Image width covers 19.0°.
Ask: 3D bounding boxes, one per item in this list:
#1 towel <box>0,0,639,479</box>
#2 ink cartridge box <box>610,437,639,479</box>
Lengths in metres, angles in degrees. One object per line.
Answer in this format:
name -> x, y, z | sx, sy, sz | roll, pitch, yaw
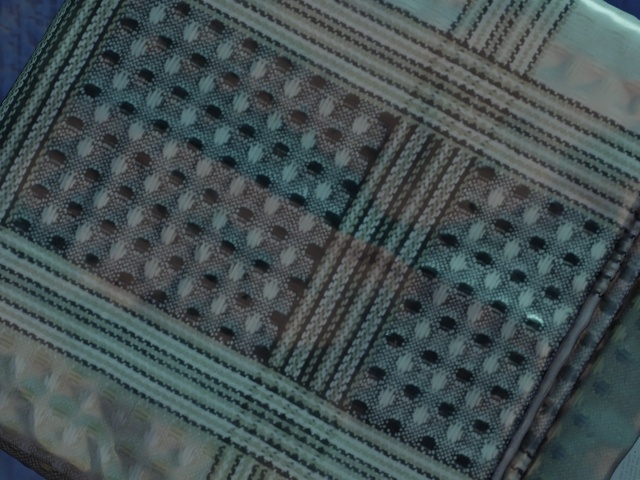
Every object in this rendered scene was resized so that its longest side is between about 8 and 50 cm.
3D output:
towel -> 0.004, 0.005, 0.843 | 0.324, 0.056, 0.312 | 31, 85, 4
ink cartridge box -> 0.106, 0.193, 0.938 | 0.224, 0.045, 0.223 | 24, 74, -38
